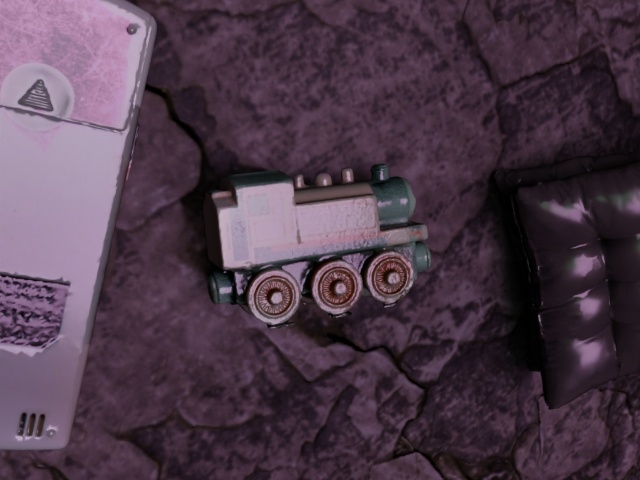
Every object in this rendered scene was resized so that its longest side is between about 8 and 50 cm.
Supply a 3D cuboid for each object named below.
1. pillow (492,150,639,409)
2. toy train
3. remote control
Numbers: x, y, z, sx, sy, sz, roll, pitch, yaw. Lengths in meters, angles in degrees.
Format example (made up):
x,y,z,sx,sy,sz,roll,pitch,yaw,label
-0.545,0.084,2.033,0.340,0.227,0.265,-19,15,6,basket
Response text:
x,y,z,sx,sy,sz,roll,pitch,yaw,label
0.341,0.022,0.669,0.326,0.101,0.228,-10,107,14,pillow
0.000,0.000,0.608,0.194,0.081,0.125,-9,100,-19,toy train
-0.220,-0.018,0.525,0.145,0.050,0.344,12,96,-24,remote control
